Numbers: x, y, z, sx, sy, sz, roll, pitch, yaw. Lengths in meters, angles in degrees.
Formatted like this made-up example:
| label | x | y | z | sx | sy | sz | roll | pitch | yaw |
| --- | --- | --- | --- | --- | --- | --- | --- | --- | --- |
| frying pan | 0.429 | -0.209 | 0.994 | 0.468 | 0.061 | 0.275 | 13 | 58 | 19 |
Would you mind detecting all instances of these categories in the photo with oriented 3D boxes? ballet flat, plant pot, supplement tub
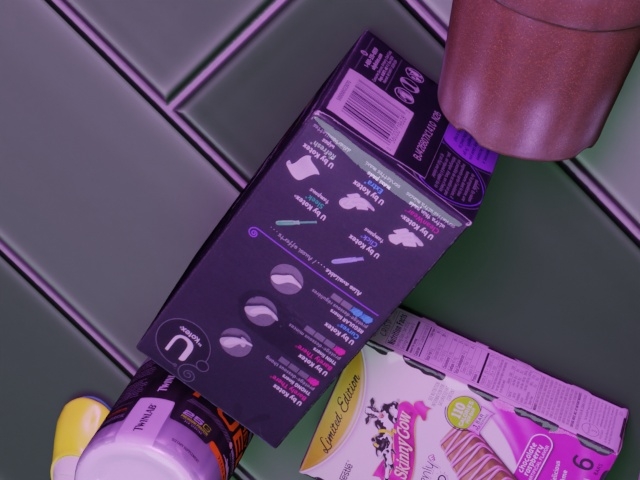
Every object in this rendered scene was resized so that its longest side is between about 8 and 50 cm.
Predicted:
| label | x | y | z | sx | sy | sz | roll | pitch | yaw |
| --- | --- | --- | --- | --- | --- | --- | --- | --- | --- |
| ballet flat | -0.214 | 0.257 | 1.630 | 0.077 | 0.077 | 0.231 | 8 | 119 | 14 |
| plant pot | 0.161 | -0.156 | 1.250 | 0.167 | 0.167 | 0.165 | 18 | 129 | 7 |
| supplement tub | -0.121 | 0.163 | 1.484 | 0.117 | 0.190 | 0.117 | 8 | 120 | 13 |

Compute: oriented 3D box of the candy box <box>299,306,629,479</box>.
| label | x | y | z | sx | sy | sz | roll | pitch | yaw |
| --- | --- | --- | --- | --- | --- | --- | --- | --- | --- |
| candy box | 0.118 | 0.169 | 1.481 | 0.233 | 0.071 | 0.159 | 24 | 122 | 5 |

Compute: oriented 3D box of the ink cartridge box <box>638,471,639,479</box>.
| label | x | y | z | sx | sy | sz | roll | pitch | yaw |
| --- | --- | --- | --- | --- | --- | --- | --- | --- | --- |
| ink cartridge box | 0.313 | 0.193 | 1.279 | 0.165 | 0.332 | 0.065 | 20 | 125 | 5 |

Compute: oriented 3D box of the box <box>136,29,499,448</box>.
| label | x | y | z | sx | sy | sz | roll | pitch | yaw |
| --- | --- | --- | --- | --- | --- | --- | --- | --- | --- |
| box | 0.000 | 0.000 | 1.372 | 0.143 | 0.165 | 0.270 | 36 | 121 | -4 |
